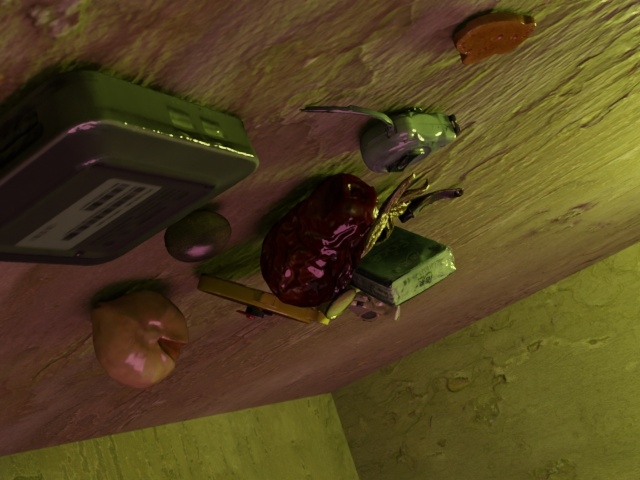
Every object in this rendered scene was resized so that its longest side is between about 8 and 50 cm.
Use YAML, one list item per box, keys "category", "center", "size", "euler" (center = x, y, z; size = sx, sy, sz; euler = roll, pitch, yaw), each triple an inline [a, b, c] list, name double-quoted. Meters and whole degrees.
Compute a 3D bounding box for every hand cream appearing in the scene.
- category: "hand cream"
  center: [0.259, -0.088, 1.992]
  size: [0.163, 0.039, 0.062]
  euler: [-23, 161, -6]

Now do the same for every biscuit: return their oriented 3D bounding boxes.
- category: "biscuit"
  center: [0.262, -0.317, 1.317]
  size: [0.140, 0.023, 0.118]
  euler: [-5, 158, -39]

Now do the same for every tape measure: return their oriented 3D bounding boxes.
- category: "tape measure"
  center: [0.087, -0.172, 1.473]
  size: [0.330, 0.084, 0.164]
  euler: [-6, 154, -39]

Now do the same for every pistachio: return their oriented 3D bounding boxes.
- category: "pistachio"
  center: [-0.428, 0.226, 1.964]
  size: [0.230, 0.229, 0.309]
  euler: [-14, 166, -14]

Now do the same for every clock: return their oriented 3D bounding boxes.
- category: "clock"
  center: [-0.152, 0.150, 1.966]
  size: [0.277, 0.071, 0.294]
  euler: [23, 172, -39]

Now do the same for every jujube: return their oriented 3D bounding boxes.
- category: "jujube"
  center: [0.000, 0.000, 1.740]
  size: [0.216, 0.216, 0.342]
  euler: [-7, 153, -33]

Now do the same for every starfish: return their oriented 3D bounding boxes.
- category: "starfish"
  center: [0.150, -0.059, 1.837]
  size: [0.238, 0.057, 0.213]
  euler: [-43, 162, -25]

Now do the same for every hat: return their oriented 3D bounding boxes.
- category: "hat"
  center: [0.109, 0.165, 2.515]
  size: [0.220, 0.164, 0.226]
  euler: [14, -172, -29]

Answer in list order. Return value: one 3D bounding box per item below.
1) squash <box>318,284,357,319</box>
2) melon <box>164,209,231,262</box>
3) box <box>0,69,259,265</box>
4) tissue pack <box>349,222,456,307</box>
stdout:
- category: "squash"
  center: [-0.020, 0.084, 1.956]
  size: [0.094, 0.224, 0.094]
  euler: [-32, 146, -26]
- category: "melon"
  center: [-0.235, -0.008, 1.613]
  size: [0.131, 0.098, 0.098]
  euler: [-16, 163, -19]
- category: "box"
  center: [-0.341, -0.082, 1.260]
  size: [0.396, 0.111, 0.397]
  euler: [-29, 161, 27]
- category: "tissue pack"
  center: [0.155, 0.049, 1.923]
  size: [0.185, 0.081, 0.257]
  euler: [-29, -151, -24]
